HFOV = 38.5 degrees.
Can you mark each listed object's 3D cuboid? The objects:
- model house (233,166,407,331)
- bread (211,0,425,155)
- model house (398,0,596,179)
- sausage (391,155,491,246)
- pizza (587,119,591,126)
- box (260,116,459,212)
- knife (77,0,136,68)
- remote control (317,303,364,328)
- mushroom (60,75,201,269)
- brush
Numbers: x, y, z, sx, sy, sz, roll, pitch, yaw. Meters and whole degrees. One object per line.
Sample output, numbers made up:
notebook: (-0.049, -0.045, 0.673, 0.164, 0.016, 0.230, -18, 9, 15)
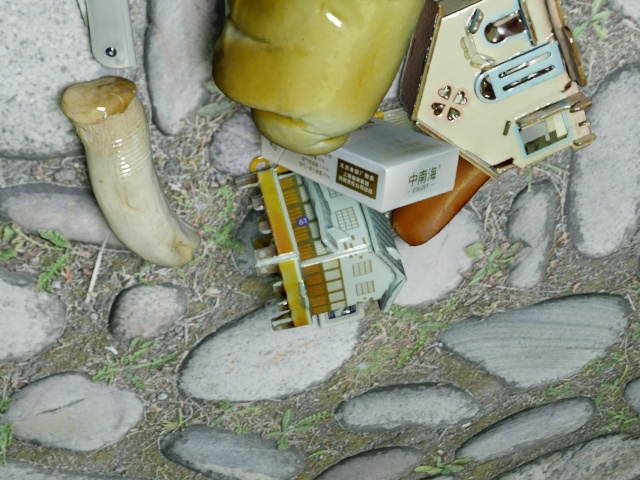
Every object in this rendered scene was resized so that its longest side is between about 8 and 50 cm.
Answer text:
model house: (0.000, 0.000, 1.402, 0.215, 0.224, 0.198, -15, 140, -2)
bread: (-0.021, -0.276, 1.120, 0.210, 0.300, 0.341, 9, 128, -19)
model house: (0.226, -0.241, 1.288, 0.244, 0.169, 0.326, -21, 118, 6)
sausage: (0.223, -0.110, 1.491, 0.083, 0.089, 0.300, 25, 116, -28)
pizza: (0.402, -0.190, 1.533, 0.109, 0.026, 0.123, -5, 128, -21)
box: (0.051, -0.123, 1.278, 0.155, 0.243, 0.067, -17, 123, -43)
knife: (-0.280, -0.335, 1.144, 0.073, 0.040, 0.265, -6, 132, -2)
remote control: (0.030, 0.078, 1.618, 0.087, 0.029, 0.190, -14, 132, -9)
mushroom: (-0.270, -0.084, 1.327, 0.123, 0.095, 0.351, -33, 137, -16)
brush: (0.020, -0.142, 1.438, 0.272, 0.013, 0.103, -14, 132, -8)
